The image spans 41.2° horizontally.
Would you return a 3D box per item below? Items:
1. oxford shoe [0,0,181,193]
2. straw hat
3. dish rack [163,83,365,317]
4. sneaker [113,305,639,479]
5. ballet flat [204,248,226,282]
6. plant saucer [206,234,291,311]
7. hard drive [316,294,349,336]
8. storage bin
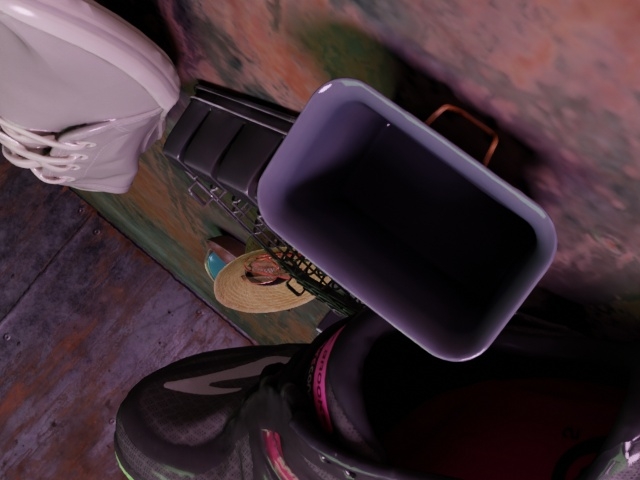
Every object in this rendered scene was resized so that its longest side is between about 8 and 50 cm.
[{"bbox_3d":[-0.208,-0.113,0.688,0.169,0.130,0.449,33,173,-4],"label":"oxford shoe"},{"bbox_3d":[-0.057,0.021,0.961,0.144,0.144,0.061,58,-163,-57],"label":"straw hat"},{"bbox_3d":[0.000,0.000,0.703,0.208,0.074,0.271,29,166,48],"label":"dish rack"},{"bbox_3d":[0.036,0.109,0.571,0.482,0.185,0.202,-6,132,35],"label":"sneaker"},{"bbox_3d":[-0.145,0.064,1.448,0.168,0.057,0.052,48,176,-34],"label":"ballet flat"},{"bbox_3d":[-0.102,0.045,1.295,0.168,0.029,0.168,38,168,10],"label":"plant saucer"},{"bbox_3d":[0.148,0.219,1.077,0.339,0.064,0.237,36,168,15],"label":"hard drive"},{"bbox_3d":[0.053,-0.020,0.431,0.135,0.098,0.091,37,-164,12],"label":"storage bin"}]
